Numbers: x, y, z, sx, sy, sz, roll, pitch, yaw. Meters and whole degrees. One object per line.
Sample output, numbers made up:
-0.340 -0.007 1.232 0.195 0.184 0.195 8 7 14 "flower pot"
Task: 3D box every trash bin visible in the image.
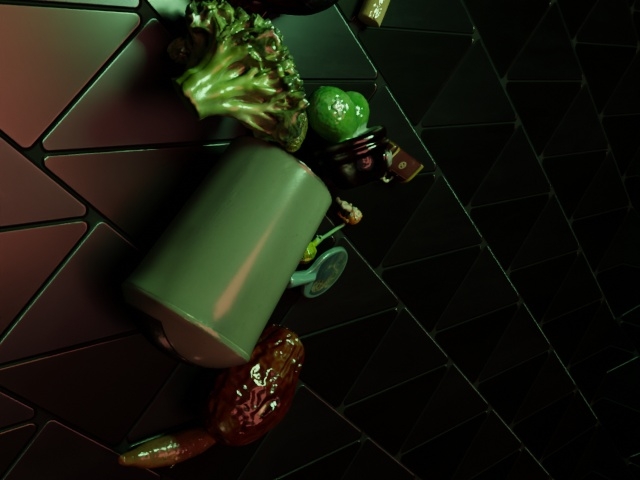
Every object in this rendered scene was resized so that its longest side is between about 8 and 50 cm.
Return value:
-0.184 0.037 1.309 0.280 0.280 0.432 45 69 -40 "trash bin"

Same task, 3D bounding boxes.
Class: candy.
0.000 0.000 1.617 0.194 0.062 0.058 -34 126 -42 "candy"

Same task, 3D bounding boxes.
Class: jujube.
-0.147 0.316 1.476 0.290 0.197 0.197 -52 132 -38 "jujube"

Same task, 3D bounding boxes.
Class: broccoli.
-0.085 -0.249 1.423 0.130 0.120 0.131 67 14 3 "broccoli"
-0.172 -0.292 1.238 0.245 0.288 0.248 -35 152 -28 "broccoli"

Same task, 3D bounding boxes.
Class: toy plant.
0.058 -0.240 1.509 0.218 0.175 0.235 -41 114 -62 "toy plant"

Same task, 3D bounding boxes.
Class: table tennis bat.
-0.013 0.081 1.583 0.237 0.038 0.149 -7 132 -56 "table tennis bat"

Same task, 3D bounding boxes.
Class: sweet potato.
-0.299 0.451 1.458 0.314 0.066 0.072 -3 73 -41 "sweet potato"

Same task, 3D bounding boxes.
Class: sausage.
0.161 -0.649 1.559 0.066 0.066 0.301 19 91 -43 "sausage"

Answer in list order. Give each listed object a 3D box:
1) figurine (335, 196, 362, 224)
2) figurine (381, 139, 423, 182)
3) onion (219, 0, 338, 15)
0.064 -0.074 1.643 0.047 0.064 0.109 -43 146 5 "figurine"
0.175 -0.199 1.702 0.154 0.082 0.098 24 105 -43 "figurine"
-0.061 -0.548 1.291 0.281 0.221 0.281 -25 145 -19 "onion"
